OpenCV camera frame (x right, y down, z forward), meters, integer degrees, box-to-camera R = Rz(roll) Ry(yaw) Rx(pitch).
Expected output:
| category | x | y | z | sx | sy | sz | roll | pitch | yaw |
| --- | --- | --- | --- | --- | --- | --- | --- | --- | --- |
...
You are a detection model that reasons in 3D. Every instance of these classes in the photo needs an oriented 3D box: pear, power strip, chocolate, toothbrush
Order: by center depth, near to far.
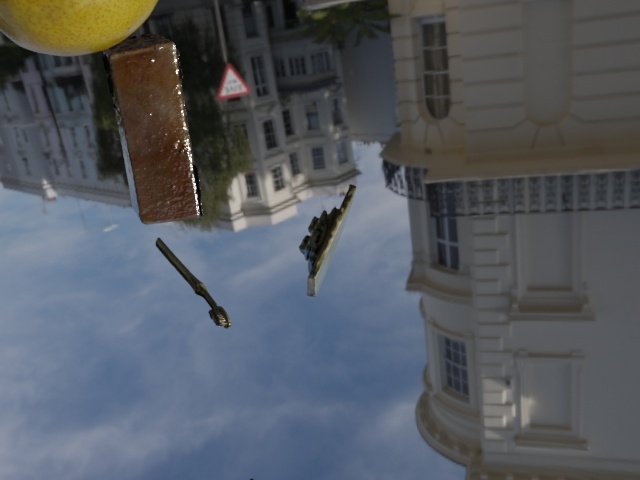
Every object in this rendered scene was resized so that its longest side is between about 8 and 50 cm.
| category | x | y | z | sx | sy | sz | roll | pitch | yaw |
| --- | --- | --- | --- | --- | --- | --- | --- | --- | --- |
| pear | -0.253 | -0.294 | 0.610 | 0.209 | 0.209 | 0.209 | -8 | -159 | 3 |
| chocolate | -0.286 | -0.176 | 1.033 | 0.112 | 0.321 | 0.112 | -18 | -148 | -25 |
| power strip | 0.000 | 0.000 | 1.185 | 0.064 | 0.198 | 0.213 | 24 | 163 | 5 |
| toothbrush | -0.255 | 0.077 | 1.188 | 0.028 | 0.026 | 0.294 | 6 | -152 | -45 |

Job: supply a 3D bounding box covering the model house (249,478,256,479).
| category | x | y | z | sx | sy | sz | roll | pitch | yaw |
| --- | --- | --- | --- | --- | --- | --- | --- | --- | --- |
| model house | -0.037 | 0.336 | 0.675 | 0.248 | 0.181 | 0.176 | 22 | -117 | -5 |
